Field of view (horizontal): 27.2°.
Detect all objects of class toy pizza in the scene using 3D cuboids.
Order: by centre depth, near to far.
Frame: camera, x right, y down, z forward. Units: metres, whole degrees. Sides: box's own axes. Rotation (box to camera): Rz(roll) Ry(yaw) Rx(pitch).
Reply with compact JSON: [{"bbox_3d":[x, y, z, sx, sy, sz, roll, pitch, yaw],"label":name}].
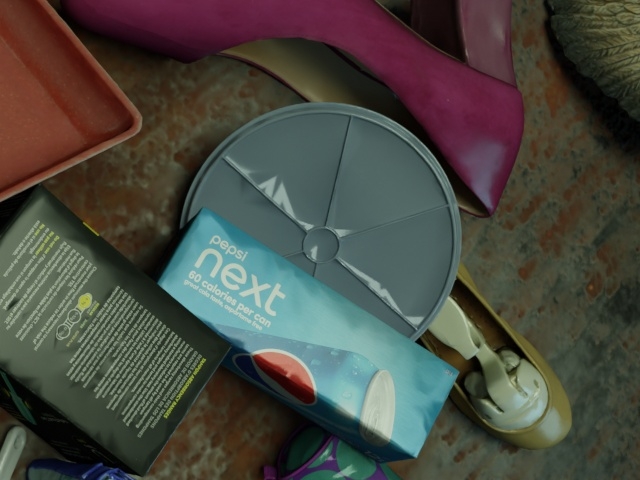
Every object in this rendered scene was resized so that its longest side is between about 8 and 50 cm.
[{"bbox_3d":[0.000,0.000,0.945,0.201,0.032,0.201,-1,103,-3],"label":"toy pizza"}]

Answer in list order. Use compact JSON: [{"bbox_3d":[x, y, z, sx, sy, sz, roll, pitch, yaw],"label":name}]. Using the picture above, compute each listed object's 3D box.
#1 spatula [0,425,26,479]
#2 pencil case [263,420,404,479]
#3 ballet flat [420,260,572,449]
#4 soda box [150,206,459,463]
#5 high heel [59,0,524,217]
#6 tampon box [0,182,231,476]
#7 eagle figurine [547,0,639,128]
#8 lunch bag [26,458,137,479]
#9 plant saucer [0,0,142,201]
[{"bbox_3d":[-0.249,0.197,0.769,0.168,0.019,0.242,57,45,-55],"label":"spatula"},{"bbox_3d":[0.033,0.196,0.972,0.070,0.064,0.151,-37,111,16],"label":"pencil case"},{"bbox_3d":[0.119,0.090,1.026,0.080,0.073,0.232,-38,106,11],"label":"ballet flat"},{"bbox_3d":[-0.016,0.068,0.895,0.210,0.067,0.071,33,69,-9],"label":"soda box"},{"bbox_3d":[-0.003,-0.104,0.944,0.377,0.127,0.181,-1,93,-29],"label":"high heel"},{"bbox_3d":[-0.163,0.057,0.822,0.161,0.120,0.101,43,66,-23],"label":"tampon box"},{"bbox_3d":[0.360,-0.167,1.149,0.226,0.225,0.298,-49,123,-15],"label":"eagle figurine"},{"bbox_3d":[-0.123,0.203,0.831,0.096,0.129,0.151,-36,104,-30],"label":"lunch bag"},{"bbox_3d":[-0.278,-0.093,0.748,0.258,0.047,0.259,-31,71,-31],"label":"plant saucer"}]
